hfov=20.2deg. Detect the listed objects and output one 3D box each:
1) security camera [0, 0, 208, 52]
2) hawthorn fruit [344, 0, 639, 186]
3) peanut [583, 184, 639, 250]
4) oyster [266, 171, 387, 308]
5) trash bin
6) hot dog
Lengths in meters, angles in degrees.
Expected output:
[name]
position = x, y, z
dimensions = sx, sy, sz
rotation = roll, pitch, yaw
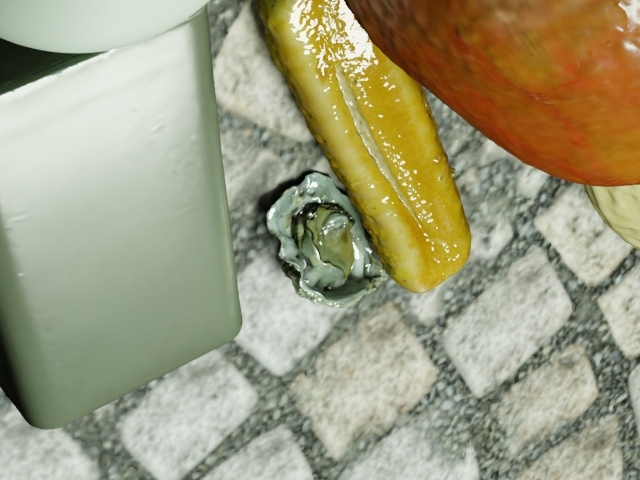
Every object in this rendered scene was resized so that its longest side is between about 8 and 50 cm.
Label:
[security camera]
position = -0.099, -0.188, 0.881
dimensions = 0.236, 0.194, 0.194
rotation = -37, 136, -35
[hawthorn fruit]
position = 0.157, -0.174, 1.017
dimensions = 0.295, 0.295, 0.311
rotation = -46, 136, -5
[peanut]
position = 0.245, -0.086, 1.283
dimensions = 0.152, 0.152, 0.313
rotation = -43, 134, -7
[oyster]
position = 0.001, 0.000, 1.230
dimensions = 0.098, 0.037, 0.100
rotation = -33, 114, -42
[trash bin]
position = -0.144, -0.030, 1.032
dimensions = 0.164, 0.122, 0.240
rotation = -26, 132, -23
[hot dog]
position = 0.032, -0.074, 1.177
dimensions = 0.088, 0.061, 0.286
rotation = -35, 131, -15
